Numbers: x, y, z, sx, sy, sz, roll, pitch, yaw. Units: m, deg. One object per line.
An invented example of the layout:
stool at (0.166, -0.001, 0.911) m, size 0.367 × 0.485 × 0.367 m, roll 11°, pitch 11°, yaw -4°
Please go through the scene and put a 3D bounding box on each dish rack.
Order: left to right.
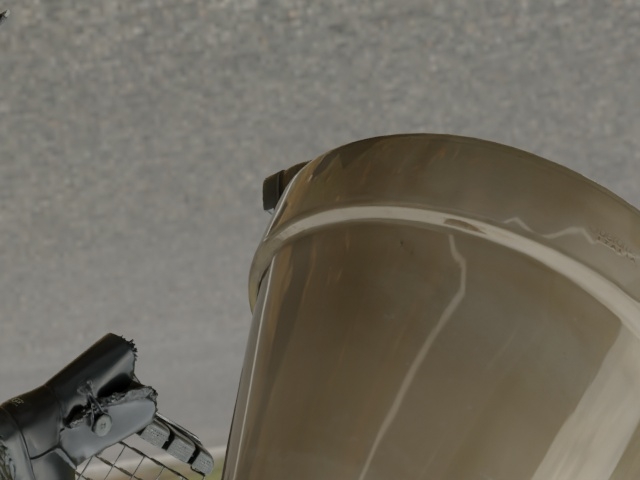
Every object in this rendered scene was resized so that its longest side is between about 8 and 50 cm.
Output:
dish rack at (-0.275, 0.355, 2.088) m, size 0.208 × 0.271 × 0.074 m, roll 37°, pitch 170°, yaw -37°

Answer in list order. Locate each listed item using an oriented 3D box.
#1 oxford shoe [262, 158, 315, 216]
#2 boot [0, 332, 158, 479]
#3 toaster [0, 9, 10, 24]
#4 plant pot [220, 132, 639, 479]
oxford shoe at (0.000, 0.000, 1.635) m, size 0.096 × 0.227 × 0.083 m, roll -27°, pitch 141°, yaw 21°
boot at (-0.267, 0.249, 1.770) m, size 0.207 × 0.246 × 0.094 m, roll -30°, pitch -151°, yaw -35°
toaster at (-0.498, -0.226, 1.935) m, size 0.110 × 0.186 × 0.168 m, roll 40°, pitch 157°, yaw -17°
plant pot at (0.068, 0.140, 1.000) m, size 0.323 × 0.280 × 0.323 m, roll 17°, pitch 144°, yaw 13°
